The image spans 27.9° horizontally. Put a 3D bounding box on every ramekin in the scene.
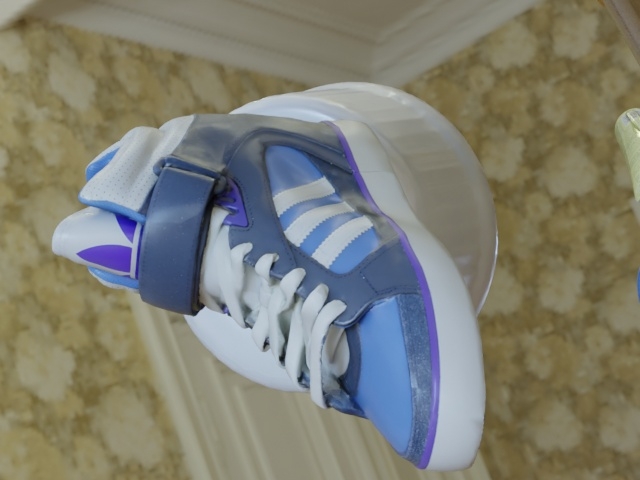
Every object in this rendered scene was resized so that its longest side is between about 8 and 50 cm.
[{"bbox_3d":[0.000,0.000,1.111,0.277,0.277,0.135,-29,-9,26],"label":"ramekin"}]

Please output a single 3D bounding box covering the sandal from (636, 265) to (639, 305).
[{"bbox_3d":[0.310,-0.038,0.790,0.138,0.126,0.317,-16,-26,-52],"label":"sandal"}]

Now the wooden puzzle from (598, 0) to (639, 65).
[{"bbox_3d":[0.281,-0.347,1.133,0.080,0.322,0.348,-9,33,52],"label":"wooden puzzle"}]

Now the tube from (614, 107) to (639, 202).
[{"bbox_3d":[0.429,-0.117,1.689,0.062,0.070,0.240,-3,17,7],"label":"tube"}]

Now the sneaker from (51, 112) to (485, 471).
[{"bbox_3d":[-0.050,0.032,0.834,0.236,0.323,0.130,-4,-50,-15],"label":"sneaker"}]
